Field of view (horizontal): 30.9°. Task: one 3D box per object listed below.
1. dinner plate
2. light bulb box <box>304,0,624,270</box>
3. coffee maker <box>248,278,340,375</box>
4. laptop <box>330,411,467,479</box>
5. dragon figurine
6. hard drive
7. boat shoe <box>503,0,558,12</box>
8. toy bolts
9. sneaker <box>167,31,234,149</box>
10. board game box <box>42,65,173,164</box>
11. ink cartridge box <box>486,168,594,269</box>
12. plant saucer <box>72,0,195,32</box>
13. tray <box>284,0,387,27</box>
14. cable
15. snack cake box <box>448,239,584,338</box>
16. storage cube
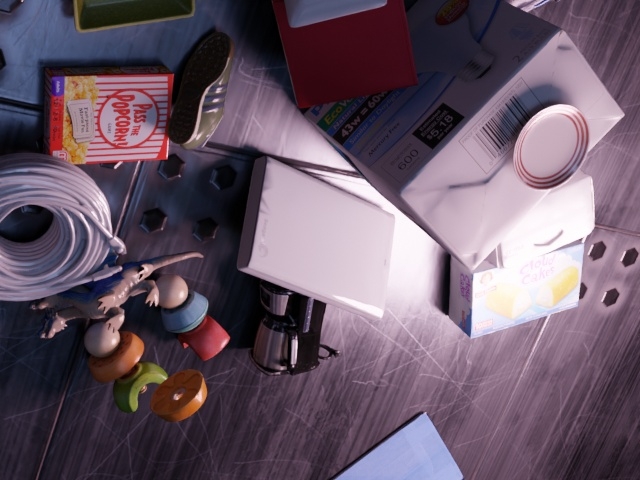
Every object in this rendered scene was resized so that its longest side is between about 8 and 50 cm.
[{"bbox_3d":[0.350,-0.143,1.770,0.141,0.017,0.141,-13,121,-22],"label":"dinner plate"},{"bbox_3d":[0.224,-0.205,1.906,0.358,0.361,0.225,-46,126,0],"label":"light bulb box"},{"bbox_3d":[-0.042,0.140,2.118,0.171,0.120,0.178,-20,128,-48],"label":"coffee maker"},{"bbox_3d":[0.196,0.652,2.443,0.382,0.408,0.236,-36,161,-7],"label":"laptop"},{"bbox_3d":[-0.342,0.066,1.912,0.289,0.144,0.085,-40,133,-25],"label":"dragon figurine"},{"bbox_3d":[0.000,0.000,2.031,0.307,0.040,0.203,23,66,-36],"label":"hard drive"},{"bbox_3d":[0.400,-0.465,2.041,0.258,0.109,0.089,-23,133,3],"label":"boat shoe"},{"bbox_3d":[-0.267,0.172,1.958,0.228,0.218,0.158,-45,124,-23],"label":"toy bolts"},{"bbox_3d":[-0.183,-0.234,1.862,0.192,0.064,0.086,-68,162,-4],"label":"sneaker"},{"bbox_3d":[-0.331,-0.196,1.805,0.193,0.045,0.146,-6,119,-26],"label":"board game box"},{"bbox_3d":[0.324,-0.089,2.072,0.207,0.283,0.117,-22,124,-17],"label":"ink cartridge box"},{"bbox_3d":[-0.283,-0.413,1.708,0.188,0.045,0.188,-13,126,-23],"label":"plant saucer"},{"bbox_3d":[0.002,-0.438,1.708,0.145,0.270,0.030,-14,150,5],"label":"tray"},{"bbox_3d":[-0.451,-0.021,1.783,0.257,0.089,0.257,-21,132,-4],"label":"cable"},{"bbox_3d":[0.391,0.080,2.324,0.264,0.089,0.152,-14,122,-22],"label":"snack cake box"},{"bbox_3d":[0.036,-0.345,1.805,0.193,0.183,0.215,-11,124,6],"label":"storage cube"}]
